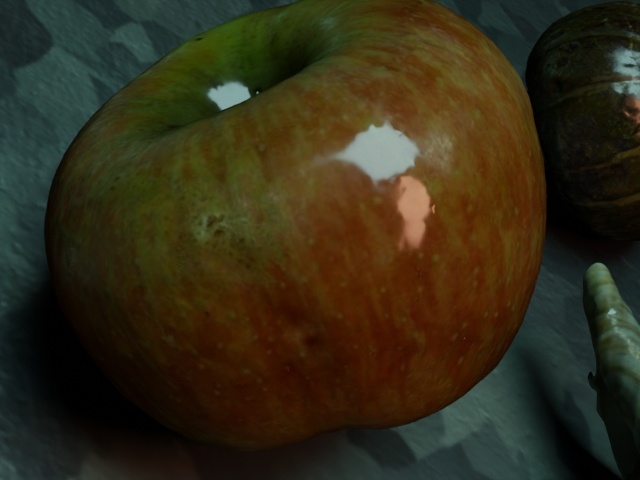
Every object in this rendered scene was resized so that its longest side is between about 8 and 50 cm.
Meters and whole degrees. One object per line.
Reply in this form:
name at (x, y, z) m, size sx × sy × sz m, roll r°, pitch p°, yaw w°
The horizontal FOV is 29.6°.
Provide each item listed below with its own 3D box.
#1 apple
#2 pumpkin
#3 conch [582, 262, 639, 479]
apple at (0.000, 0.000, 0.706) m, size 0.309 × 0.277 × 0.250 m, roll -39°, pitch 122°, yaw -33°
pumpkin at (0.257, -0.102, 1.067) m, size 0.219 × 0.162 × 0.219 m, roll 34°, pitch 47°, yaw -46°
conch at (0.277, 0.186, 0.800) m, size 0.169 × 0.203 × 0.386 m, roll -1°, pitch 51°, yaw 0°
